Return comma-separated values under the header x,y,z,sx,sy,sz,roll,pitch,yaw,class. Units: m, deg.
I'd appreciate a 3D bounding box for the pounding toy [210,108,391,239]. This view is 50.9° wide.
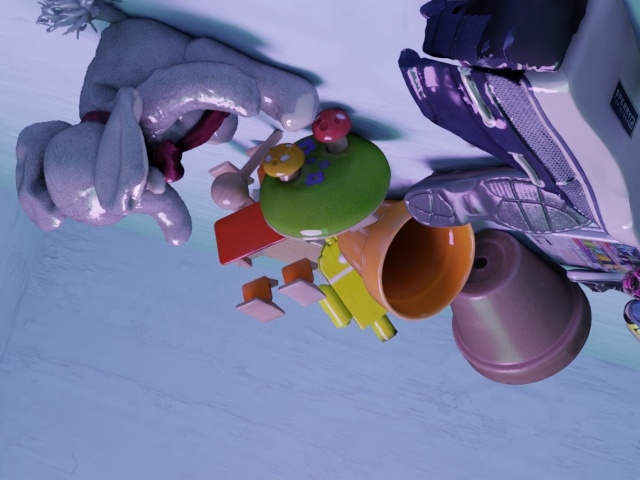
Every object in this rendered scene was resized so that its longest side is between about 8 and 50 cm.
x,y,z,sx,sy,sz,roll,pitch,yaw,class
-0.030,-0.109,0.887,0.237,0.183,0.110,14,146,32,pounding toy

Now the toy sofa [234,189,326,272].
x,y,z,sx,sy,sz,roll,pitch,yaw,class
0.000,0.000,1.528,0.362,0.177,0.150,18,146,-6,toy sofa

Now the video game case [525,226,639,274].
x,y,z,sx,sy,sz,roll,pitch,yaw,class
0.456,0.016,1.119,0.183,0.023,0.201,9,167,38,video game case

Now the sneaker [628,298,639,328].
x,y,z,sx,sy,sz,roll,pitch,yaw,class
0.644,0.103,1.160,0.125,0.104,0.262,37,156,-24,sneaker

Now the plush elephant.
x,y,z,sx,sy,sz,roll,pitch,yaw,class
-0.205,-0.112,0.780,0.330,0.255,0.272,25,168,-41,plush elephant

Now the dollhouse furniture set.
x,y,z,sx,sy,sz,roll,pitch,yaw,class
-0.055,-0.041,1.056,0.259,0.262,0.135,-23,154,17,dollhouse furniture set

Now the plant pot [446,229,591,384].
x,y,z,sx,sy,sz,roll,pitch,yaw,class
0.341,0.104,1.254,0.263,0.263,0.229,8,151,43,plant pot

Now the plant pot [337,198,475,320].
x,y,z,sx,sy,sz,roll,pitch,yaw,class
0.130,0.010,1.177,0.205,0.205,0.188,23,-176,-37,plant pot

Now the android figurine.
x,y,z,sx,sy,sz,roll,pitch,yaw,class
0.105,0.069,1.409,0.273,0.248,0.056,58,175,-6,android figurine

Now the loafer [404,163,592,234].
x,y,z,sx,sy,sz,roll,pitch,yaw,class
0.237,-0.069,0.890,0.267,0.084,0.096,3,133,41,loafer

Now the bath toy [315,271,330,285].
x,y,z,sx,sy,sz,roll,pitch,yaw,class
0.113,0.082,1.814,0.129,0.151,0.348,-19,-172,-27,bath toy

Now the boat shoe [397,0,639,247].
x,y,z,sx,sy,sz,roll,pitch,yaw,class
0.206,-0.104,0.603,0.158,0.127,0.340,17,165,42,boat shoe

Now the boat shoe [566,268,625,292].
x,y,z,sx,sy,sz,roll,pitch,yaw,class
0.510,0.076,1.219,0.142,0.040,0.049,5,-175,-16,boat shoe

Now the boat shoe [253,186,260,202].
x,y,z,sx,sy,sz,roll,pitch,yaw,class
-0.076,-0.074,1.333,0.081,0.079,0.227,25,165,-20,boat shoe

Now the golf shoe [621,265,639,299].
x,y,z,sx,sy,sz,roll,pitch,yaw,class
0.571,0.064,1.049,0.186,0.067,0.086,2,178,20,golf shoe

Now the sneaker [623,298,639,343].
x,y,z,sx,sy,sz,roll,pitch,yaw,class
0.750,0.187,1.246,0.147,0.145,0.384,23,167,-38,sneaker
